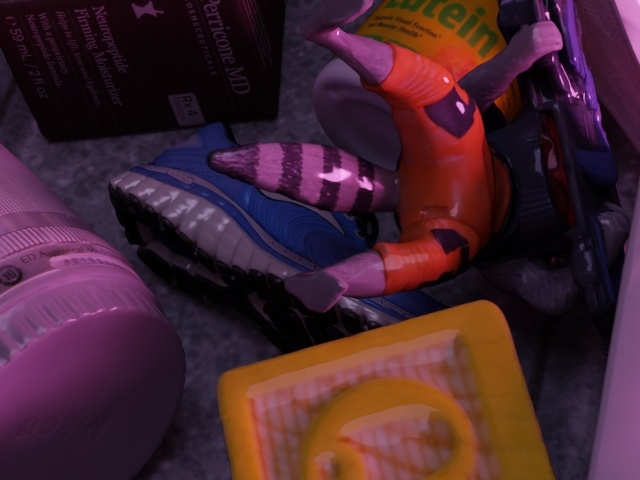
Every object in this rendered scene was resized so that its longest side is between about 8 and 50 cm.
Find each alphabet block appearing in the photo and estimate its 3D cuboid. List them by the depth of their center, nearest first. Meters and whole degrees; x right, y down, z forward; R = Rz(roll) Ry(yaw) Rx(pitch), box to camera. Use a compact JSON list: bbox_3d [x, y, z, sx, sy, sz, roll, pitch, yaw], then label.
[{"bbox_3d":[0.057,0.185,1.226,0.192,0.197,0.193,-16,50,0],"label":"alphabet block"}]

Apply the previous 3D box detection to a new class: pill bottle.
[{"bbox_3d":[0.116,-0.161,1.523,0.136,0.136,0.245,26,62,30],"label":"pill bottle"}]

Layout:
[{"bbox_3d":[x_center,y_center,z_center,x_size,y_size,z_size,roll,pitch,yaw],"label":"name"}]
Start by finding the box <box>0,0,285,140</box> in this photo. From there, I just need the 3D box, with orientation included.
[{"bbox_3d":[-0.145,-0.204,1.602,0.203,0.168,0.167,-5,51,11],"label":"box"}]

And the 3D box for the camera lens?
[{"bbox_3d":[-0.254,0.054,1.392,0.219,0.219,0.274,-39,53,-16],"label":"camera lens"}]

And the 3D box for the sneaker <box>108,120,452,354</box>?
[{"bbox_3d":[0.000,0.000,1.431,0.330,0.129,0.147,32,65,29],"label":"sneaker"}]

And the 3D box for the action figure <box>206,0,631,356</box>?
[{"bbox_3d":[0.091,-0.082,1.347,0.178,0.330,0.341,-16,73,36],"label":"action figure"}]

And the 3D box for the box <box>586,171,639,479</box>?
[{"bbox_3d":[0.279,0.086,1.237,0.168,0.215,0.345,5,55,17],"label":"box"}]

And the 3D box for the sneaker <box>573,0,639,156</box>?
[{"bbox_3d":[0.274,-0.170,1.451,0.169,0.108,0.292,-34,94,-20],"label":"sneaker"}]
